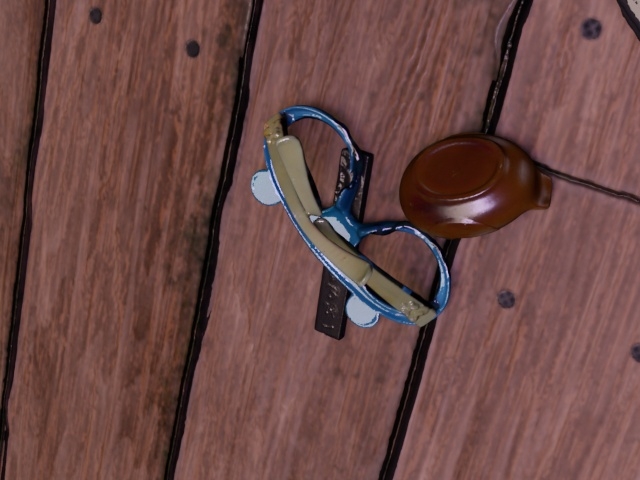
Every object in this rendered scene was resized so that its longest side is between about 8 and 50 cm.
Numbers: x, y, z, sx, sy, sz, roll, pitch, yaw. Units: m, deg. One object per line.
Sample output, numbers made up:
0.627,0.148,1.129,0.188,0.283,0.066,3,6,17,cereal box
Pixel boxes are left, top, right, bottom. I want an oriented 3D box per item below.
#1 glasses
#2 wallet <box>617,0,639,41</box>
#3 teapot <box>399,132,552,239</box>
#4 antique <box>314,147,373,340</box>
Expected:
0.030,-0.023,0.866,0.102,0.207,0.239,-37,89,-7,glasses
0.377,-0.098,0.725,0.197,0.051,0.377,-34,87,28,wallet
0.133,-0.042,0.864,0.129,0.078,0.098,-5,59,24,teapot
0.021,0.005,0.968,0.031,0.015,0.192,17,111,22,antique
